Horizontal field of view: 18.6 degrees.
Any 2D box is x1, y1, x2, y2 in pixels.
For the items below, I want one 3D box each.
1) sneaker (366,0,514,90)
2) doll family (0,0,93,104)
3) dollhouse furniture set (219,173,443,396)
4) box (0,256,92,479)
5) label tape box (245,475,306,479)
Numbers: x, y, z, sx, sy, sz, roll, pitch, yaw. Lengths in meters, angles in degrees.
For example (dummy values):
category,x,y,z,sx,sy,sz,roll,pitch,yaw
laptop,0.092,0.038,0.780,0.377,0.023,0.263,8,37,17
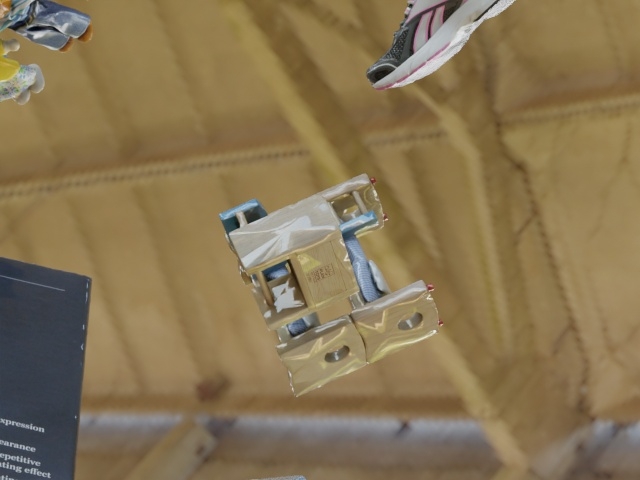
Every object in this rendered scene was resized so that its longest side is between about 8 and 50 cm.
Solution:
category,x,y,z,sx,sy,sz,roll,pitch,yaw
sneaker,0.107,-0.211,1.785,0.178,0.072,0.077,-40,-98,16
doll family,-0.328,-0.219,2.045,0.263,0.163,0.118,-39,-116,20
dollhouse furniture set,0.000,0.000,1.481,0.184,0.129,0.129,71,-6,-54
box,-0.390,0.187,1.852,0.293,0.395,0.212,14,-59,-11
label tape box,-0.060,0.349,1.768,0.249,0.115,0.347,60,-26,-5
